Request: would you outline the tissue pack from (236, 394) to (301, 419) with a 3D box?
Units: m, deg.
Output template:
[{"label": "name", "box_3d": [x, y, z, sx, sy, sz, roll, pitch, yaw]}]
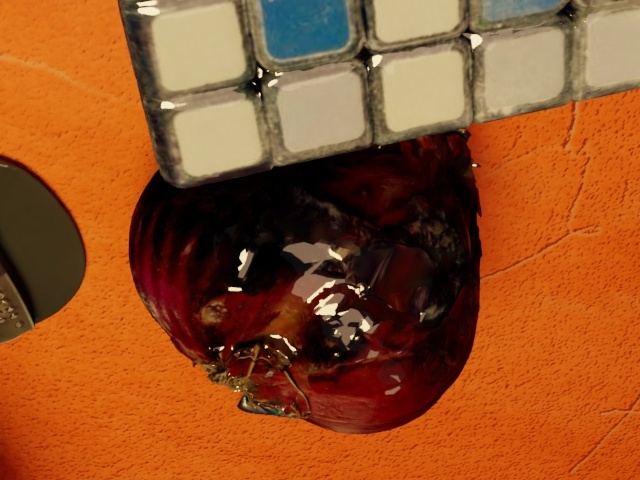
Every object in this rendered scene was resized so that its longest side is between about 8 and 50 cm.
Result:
[{"label": "tissue pack", "box_3d": [-0.008, 0.116, 1.094, 0.085, 0.028, 0.138, 18, 124, -27]}]

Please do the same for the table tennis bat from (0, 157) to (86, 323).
[{"label": "table tennis bat", "box_3d": [-0.286, -0.023, 0.918, 0.154, 0.021, 0.274, -24, 131, 4]}]

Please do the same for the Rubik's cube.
[{"label": "Rubik's cube", "box_3d": [0.013, -0.242, 0.654, 0.286, 0.292, 0.293, -12, 131, -4]}]

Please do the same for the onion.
[{"label": "onion", "box_3d": [-0.012, 0.017, 0.902, 0.280, 0.221, 0.281, -2, 98, -16]}]

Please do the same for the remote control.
[{"label": "remote control", "box_3d": [-0.275, 0.003, 0.912, 0.059, 0.028, 0.212, -19, 134, -6]}]
